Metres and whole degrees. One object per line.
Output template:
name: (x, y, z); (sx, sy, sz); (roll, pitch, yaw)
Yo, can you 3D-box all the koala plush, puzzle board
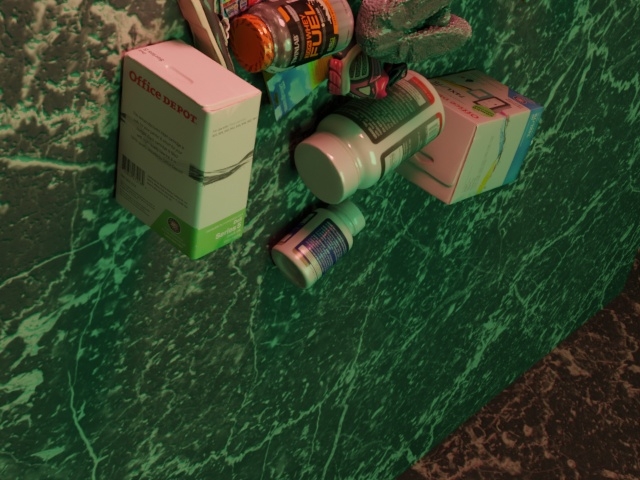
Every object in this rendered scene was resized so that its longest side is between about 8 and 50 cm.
koala plush: (0.120, -0.428, 1.839); (0.203, 0.221, 0.196); (-24, 145, -8)
puzzle board: (-0.112, -0.413, 1.709); (0.128, 0.011, 0.096); (-37, 146, -30)

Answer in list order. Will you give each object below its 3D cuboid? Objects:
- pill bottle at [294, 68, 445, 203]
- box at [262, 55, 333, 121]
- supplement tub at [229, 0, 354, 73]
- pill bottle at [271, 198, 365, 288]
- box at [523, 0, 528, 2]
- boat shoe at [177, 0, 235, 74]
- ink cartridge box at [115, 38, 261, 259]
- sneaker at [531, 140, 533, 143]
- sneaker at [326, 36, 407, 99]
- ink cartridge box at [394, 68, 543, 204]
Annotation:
pill bottle: (0.093, -0.200, 2.078); (0.283, 0.161, 0.161); (-37, 146, -28)
box: (-0.037, -0.305, 1.897); (0.178, 0.042, 0.109); (-44, 149, -20)
supplement tub: (-0.048, -0.343, 1.762); (0.190, 0.117, 0.117); (-27, 140, -35)
pill bottle: (0.000, 0.000, 2.198); (0.186, 0.112, 0.112); (-42, 149, -21)
box: (0.312, -0.598, 1.876); (0.168, 0.215, 0.345); (-54, 161, -2)
boat shoe: (-0.161, -0.325, 1.665); (0.065, 0.075, 0.206); (-41, 144, -17)
ink cartridge box: (-0.209, -0.142, 1.654); (0.114, 0.198, 0.273); (-27, 141, -40)
sneaker: (0.459, -0.251, 2.650); (0.106, 0.078, 0.234); (-56, 153, -2)
sneaker: (0.118, -0.341, 1.979); (0.299, 0.112, 0.121); (-54, 154, -43)
ink cartridge box: (0.306, -0.228, 2.325); (0.270, 0.198, 0.197); (-20, 136, -47)
